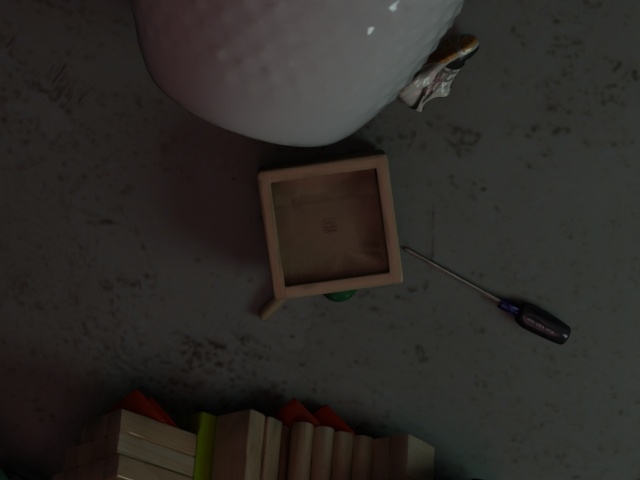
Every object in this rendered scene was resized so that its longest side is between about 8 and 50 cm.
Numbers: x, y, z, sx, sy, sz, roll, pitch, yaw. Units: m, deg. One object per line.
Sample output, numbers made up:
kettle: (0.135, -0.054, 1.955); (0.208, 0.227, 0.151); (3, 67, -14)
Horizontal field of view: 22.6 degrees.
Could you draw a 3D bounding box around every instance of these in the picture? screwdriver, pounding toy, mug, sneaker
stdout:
screwdriver: (0.147, 0.050, 1.436); (0.170, 0.024, 0.025); (25, 134, -2)
pounding toy: (0.000, 0.000, 1.385); (0.130, 0.100, 0.141); (-8, 97, 0)
mug: (-0.044, -0.274, 1.220); (0.374, 0.276, 0.328); (30, 115, 21)
sneaker: (0.104, -0.143, 1.369); (0.083, 0.032, 0.037); (-34, 119, 14)

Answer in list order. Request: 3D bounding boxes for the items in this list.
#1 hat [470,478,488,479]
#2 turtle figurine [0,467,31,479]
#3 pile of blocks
hat: (0.116, 0.380, 1.390); (0.134, 0.331, 0.331); (26, 111, 36)
turtle figurine: (-0.287, 0.258, 1.433); (0.175, 0.118, 0.234); (-33, 98, 37)
pile of blocks: (-0.054, 0.201, 1.447); (0.362, 0.149, 0.112); (12, 64, -14)
